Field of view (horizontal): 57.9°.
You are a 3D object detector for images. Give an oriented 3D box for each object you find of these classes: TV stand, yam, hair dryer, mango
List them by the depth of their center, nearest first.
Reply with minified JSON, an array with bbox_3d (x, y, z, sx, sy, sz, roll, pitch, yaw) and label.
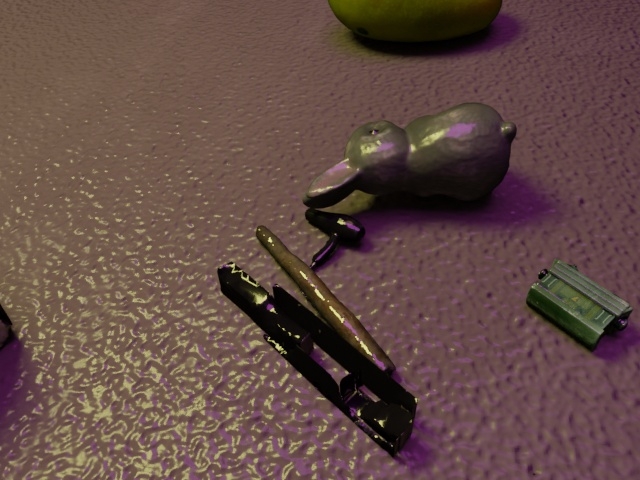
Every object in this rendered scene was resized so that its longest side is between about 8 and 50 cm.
[{"bbox_3d":[-0.012,0.097,0.543,0.042,0.036,0.249,-36,54,-26],"label":"TV stand"},{"bbox_3d":[-0.006,0.053,0.592,0.029,0.027,0.234,-31,52,-19],"label":"yam"},{"bbox_3d":[0.000,0.000,0.647,0.079,0.031,0.083,20,58,34],"label":"hair dryer"},{"bbox_3d":[0.157,-0.397,0.944,0.294,0.142,0.175,2,39,-9],"label":"mango"}]

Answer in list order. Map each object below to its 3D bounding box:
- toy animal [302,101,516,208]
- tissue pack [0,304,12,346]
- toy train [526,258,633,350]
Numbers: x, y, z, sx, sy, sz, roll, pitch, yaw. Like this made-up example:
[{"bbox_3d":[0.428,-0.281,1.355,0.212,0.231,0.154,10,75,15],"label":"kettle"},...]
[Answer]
[{"bbox_3d":[0.097,-0.100,0.660,0.237,0.138,0.107,-2,74,-12],"label":"toy animal"},{"bbox_3d":[-0.501,0.000,0.552,0.370,0.209,0.198,32,61,28],"label":"tissue pack"},{"bbox_3d":[0.248,0.062,0.564,0.056,0.038,0.093,-36,54,-20],"label":"toy train"}]
